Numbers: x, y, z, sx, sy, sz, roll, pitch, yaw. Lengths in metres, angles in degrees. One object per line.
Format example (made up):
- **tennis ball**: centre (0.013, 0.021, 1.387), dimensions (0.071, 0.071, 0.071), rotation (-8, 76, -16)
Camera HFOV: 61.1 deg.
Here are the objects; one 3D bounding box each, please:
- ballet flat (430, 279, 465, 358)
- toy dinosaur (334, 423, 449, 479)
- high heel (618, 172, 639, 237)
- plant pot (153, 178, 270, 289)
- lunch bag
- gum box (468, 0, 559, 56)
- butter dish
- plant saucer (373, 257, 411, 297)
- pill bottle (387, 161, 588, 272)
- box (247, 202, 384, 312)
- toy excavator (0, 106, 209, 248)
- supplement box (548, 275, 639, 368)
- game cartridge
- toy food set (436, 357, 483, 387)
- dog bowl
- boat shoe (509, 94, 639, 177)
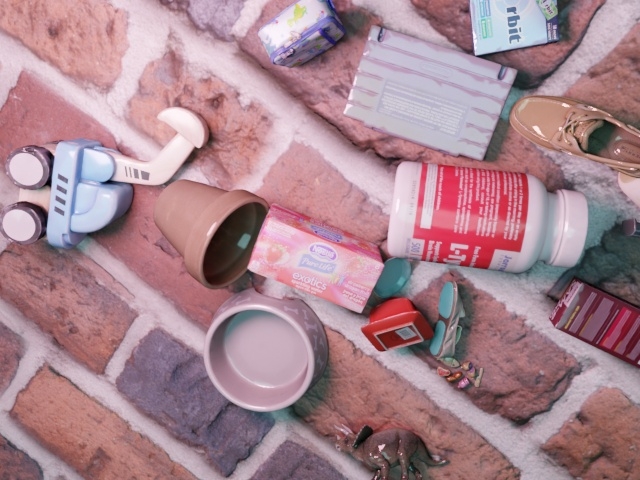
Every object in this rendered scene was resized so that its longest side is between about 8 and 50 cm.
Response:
- **ballet flat**: centre (0.334, 0.202, 1.388), dimensions (0.068, 0.072, 0.213), rotation (5, 105, -18)
- **toy dinosaur**: centre (0.197, 0.565, 1.448), dimensions (0.314, 0.121, 0.160), rotation (-1, 68, -2)
- **high heel**: centre (0.784, -0.122, 1.241), dimensions (0.186, 0.093, 0.261), rotation (8, 88, -17)
- **plant pot**: centre (-0.290, -0.042, 1.376), dimensions (0.229, 0.263, 0.263), rotation (31, 106, 23)
- **lunch bag**: centre (-0.036, -0.471, 1.232), dimensions (0.176, 0.219, 0.090), rotation (-29, 95, 14)
- **gum box**: centre (0.434, -0.513, 1.227), dimensions (0.184, 0.041, 0.157), rotation (-7, 100, 13)
- **butter dish**: centre (0.192, 0.197, 1.385), dimensions (0.160, 0.118, 0.160), rotation (-19, 139, 17)
- **plant saucer**: centre (0.177, 0.089, 1.380), dimensions (0.119, 0.021, 0.119), rotation (-16, 124, -25)
- **pill bottle**: centre (0.367, -0.049, 1.237), dimensions (0.408, 0.229, 0.229), rotation (7, 103, 9)
- **box**: centre (-0.012, 0.041, 1.335), dimensions (0.300, 0.154, 0.142), rotation (22, 107, -7)
- **toy excavator**: centre (-0.545, -0.168, 1.421), dimensions (0.445, 0.222, 0.433), rotation (12, 103, -6)
- **supplement box**: centre (0.698, 0.199, 1.306), dimensions (0.239, 0.073, 0.130), rotation (26, 104, 4)
- **game cartridge**: centre (0.252, -0.344, 1.289), dimensions (0.355, 0.068, 0.230), rotation (20, 108, 6)
- **toy food set**: centre (0.361, 0.350, 1.427), dimensions (0.122, 0.019, 0.078), rotation (12, 103, 8)
- **dog bowl**: centre (-0.157, 0.304, 1.474), dimensions (0.349, 0.102, 0.348), rotation (2, 102, 10)
- **boat shoe**: centre (0.577, -0.241, 1.185), dimensions (0.341, 0.110, 0.121), rotation (27, 103, 24)
